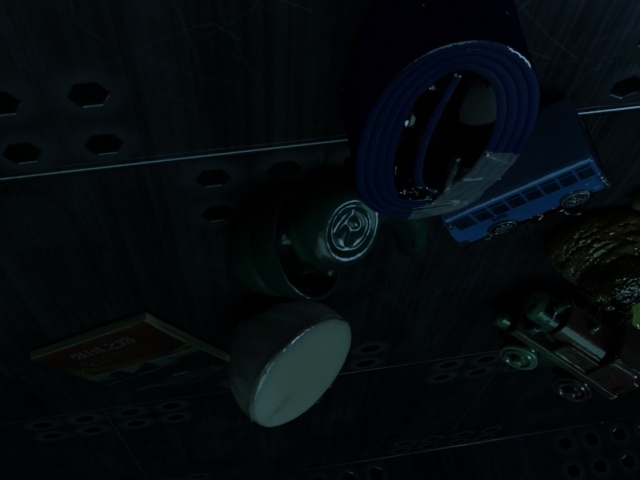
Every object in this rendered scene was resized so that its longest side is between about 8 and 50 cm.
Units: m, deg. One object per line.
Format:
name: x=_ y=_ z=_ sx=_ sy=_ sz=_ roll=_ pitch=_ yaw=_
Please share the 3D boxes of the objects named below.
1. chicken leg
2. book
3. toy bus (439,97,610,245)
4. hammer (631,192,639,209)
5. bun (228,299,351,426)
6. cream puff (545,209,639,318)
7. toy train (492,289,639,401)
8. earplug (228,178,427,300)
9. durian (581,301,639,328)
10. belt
chicken leg: x=0.314 y=-0.041 z=1.351 sx=0.219 sy=0.048 sz=0.089 roll=-16 pitch=156 yaw=11
book: x=-0.356 y=0.242 z=1.676 sx=0.262 sy=0.028 sz=0.374 roll=-18 pitch=153 yaw=18
toy bus: x=0.265 y=-0.092 z=1.162 sx=0.234 sy=0.116 sz=0.133 roll=-24 pitch=153 yaw=22
hammer: x=0.594 y=-0.001 z=1.422 sx=0.060 sy=0.028 sz=0.195 roll=2 pitch=131 yaw=50
bun: x=-0.084 y=0.208 z=1.579 sx=0.263 sy=0.175 sz=0.263 roll=-35 pitch=146 yaw=-29
cream puff: x=0.507 y=0.054 z=1.472 sx=0.183 sy=0.169 sz=0.183 roll=-9 pitch=154 yaw=-5
toy train: x=0.512 y=0.209 z=1.703 sx=0.304 sy=0.150 sz=0.221 roll=32 pitch=147 yaw=-6
earplug: x=0.000 y=-0.007 z=1.231 sx=0.280 sy=0.164 sz=0.257 roll=-11 pitch=-168 yaw=26
durian: x=0.712 y=0.157 z=1.864 sx=0.394 sy=0.163 sz=0.198 roll=13 pitch=106 yaw=-45
belt: x=0.137 y=-0.159 z=0.985 sx=0.212 sy=0.117 sz=0.347 roll=-6 pitch=151 yaw=-7
